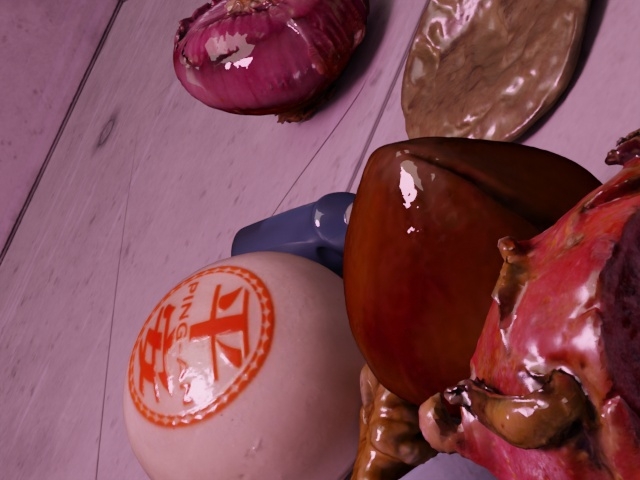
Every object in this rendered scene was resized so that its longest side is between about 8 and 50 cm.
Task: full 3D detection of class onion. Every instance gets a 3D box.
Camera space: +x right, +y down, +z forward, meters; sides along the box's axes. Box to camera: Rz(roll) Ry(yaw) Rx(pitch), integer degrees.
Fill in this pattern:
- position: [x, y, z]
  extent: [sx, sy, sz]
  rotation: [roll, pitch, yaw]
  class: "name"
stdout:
- position: [-0.045, -0.199, 1.727]
  extent: [0.230, 0.163, 0.230]
  rotation: [-16, 22, 6]
  class: "onion"

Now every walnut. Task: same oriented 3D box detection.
- position: [0.060, 0.135, 1.176]
  extent: [0.143, 0.069, 0.170]
  rotation: [110, 173, -51]
  class: "walnut"

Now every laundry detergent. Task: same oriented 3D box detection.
- position: [0.000, -0.001, 1.448]
  extent: [0.206, 0.097, 0.061]
  rotation: [-24, 47, 59]
  class: "laundry detergent"

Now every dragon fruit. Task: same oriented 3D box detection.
- position: [0.168, 0.088, 0.827]
  extent: [0.147, 0.211, 0.282]
  rotation: [-19, 85, 53]
  class: "dragon fruit"

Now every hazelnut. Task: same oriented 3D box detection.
- position: [0.101, 0.013, 1.054]
  extent: [0.208, 0.208, 0.208]
  rotation: [-48, 26, 32]
  class: "hazelnut"

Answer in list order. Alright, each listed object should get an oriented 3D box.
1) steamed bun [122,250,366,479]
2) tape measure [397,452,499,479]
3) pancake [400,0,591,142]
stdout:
- position: [-0.068, 0.111, 1.308]
  extent: [0.232, 0.145, 0.231]
  rotation: [-15, 59, 27]
  class: "steamed bun"
- position: [0.081, 0.200, 0.926]
  extent: [0.181, 0.182, 0.107]
  rotation: [-53, 54, 8]
  class: "tape measure"
- position: [0.156, -0.166, 1.366]
  extent: [0.242, 0.050, 0.242]
  rotation: [-39, 40, 44]
  class: "pancake"
